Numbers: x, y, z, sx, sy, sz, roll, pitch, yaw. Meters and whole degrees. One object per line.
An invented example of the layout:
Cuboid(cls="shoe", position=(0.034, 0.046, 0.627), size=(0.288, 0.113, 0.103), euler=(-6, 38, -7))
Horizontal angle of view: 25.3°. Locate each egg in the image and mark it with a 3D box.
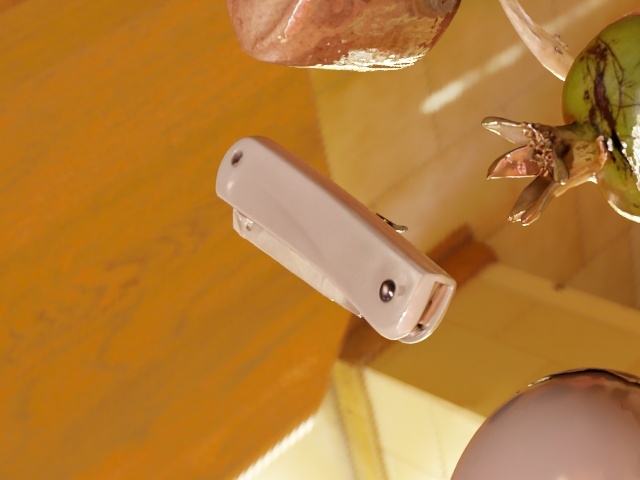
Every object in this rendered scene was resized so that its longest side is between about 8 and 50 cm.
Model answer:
Cuboid(cls="egg", position=(0.129, 0.145, 0.677), size=(0.146, 0.146, 0.199), euler=(-36, 139, -34))

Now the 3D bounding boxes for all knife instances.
Cuboid(cls="knife", position=(0.002, -0.003, 0.976), size=(0.040, 0.265, 0.073), euler=(25, 97, -38))

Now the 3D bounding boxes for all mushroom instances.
Cuboid(cls="mushroom", position=(0.234, -0.183, 1.355), size=(0.043, 0.068, 0.306), euler=(-46, 155, 21))

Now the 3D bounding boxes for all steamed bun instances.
Cuboid(cls="steamed bun", position=(0.025, -0.189, 0.862), size=(0.145, 0.106, 0.175), euler=(2, 94, -32))

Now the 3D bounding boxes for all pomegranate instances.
Cuboid(cls="pomegranate", position=(0.214, -0.079, 1.013), size=(0.191, 0.152, 0.131), euler=(-15, 144, -7))

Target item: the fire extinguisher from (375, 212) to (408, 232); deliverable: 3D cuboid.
Cuboid(cls="fire extinguisher", position=(0.021, -0.008, 1.047), size=(0.028, 0.083, 0.022), euler=(8, 80, -69))
